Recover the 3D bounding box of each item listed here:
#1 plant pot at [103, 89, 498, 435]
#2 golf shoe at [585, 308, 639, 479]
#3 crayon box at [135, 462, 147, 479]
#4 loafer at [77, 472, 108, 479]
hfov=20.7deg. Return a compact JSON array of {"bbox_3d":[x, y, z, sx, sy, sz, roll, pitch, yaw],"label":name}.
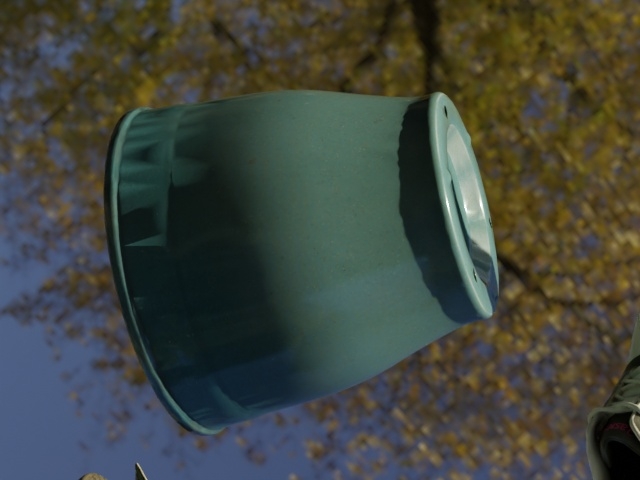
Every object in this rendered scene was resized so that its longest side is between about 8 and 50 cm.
[{"bbox_3d":[0.000,0.000,1.392,0.255,0.272,0.272,-12,-144,15],"label":"plant pot"},{"bbox_3d":[0.276,0.139,1.408,0.105,0.120,0.273,-19,-127,41],"label":"golf shoe"},{"bbox_3d":[-0.174,0.398,1.687,0.083,0.323,0.203,-17,-133,-24],"label":"crayon box"},{"bbox_3d":[-0.103,0.182,0.930,0.050,0.148,0.056,-25,-150,11],"label":"loafer"}]
